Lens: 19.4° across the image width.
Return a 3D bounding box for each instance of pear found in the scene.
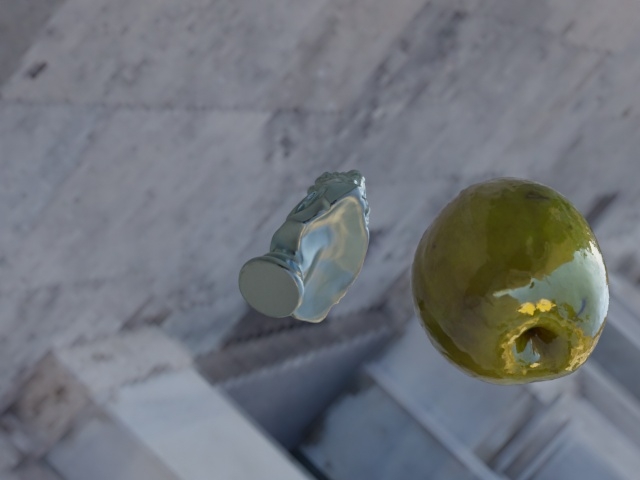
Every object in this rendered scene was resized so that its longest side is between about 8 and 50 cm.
[{"bbox_3d":[0.140,0.029,1.406,0.149,0.162,0.149,-11,137,-11],"label":"pear"}]

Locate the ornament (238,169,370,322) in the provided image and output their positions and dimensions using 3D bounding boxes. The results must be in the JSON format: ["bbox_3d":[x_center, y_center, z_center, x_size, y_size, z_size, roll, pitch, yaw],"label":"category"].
[{"bbox_3d":[-0.001,0.002,0.832,0.092,0.041,0.068,-11,122,-76],"label":"ornament"}]
